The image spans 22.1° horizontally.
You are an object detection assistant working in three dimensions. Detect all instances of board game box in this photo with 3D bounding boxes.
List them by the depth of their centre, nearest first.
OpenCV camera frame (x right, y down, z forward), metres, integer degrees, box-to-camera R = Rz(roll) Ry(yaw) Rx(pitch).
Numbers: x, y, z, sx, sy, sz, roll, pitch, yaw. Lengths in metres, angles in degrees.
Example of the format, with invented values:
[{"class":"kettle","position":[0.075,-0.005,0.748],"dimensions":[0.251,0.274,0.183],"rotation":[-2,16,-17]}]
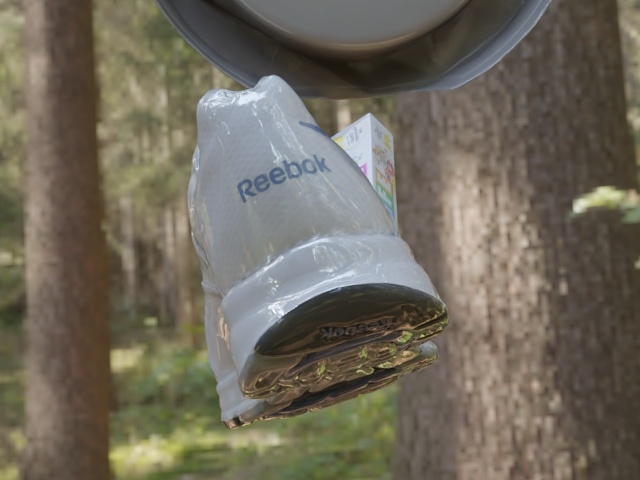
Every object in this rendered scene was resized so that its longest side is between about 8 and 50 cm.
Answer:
[{"class":"board game box","position":[0.000,0.000,1.018],"dimensions":[0.103,0.154,0.026],"rotation":[-31,-55,25]}]

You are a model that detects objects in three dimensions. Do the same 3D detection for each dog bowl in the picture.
[{"class":"dog bowl","position":[0.020,-0.271,1.252],"dimensions":[0.349,0.349,0.102],"rotation":[-3,5,-5]}]

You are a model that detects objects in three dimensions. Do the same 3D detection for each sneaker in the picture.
[{"class":"sneaker","position":[-0.009,0.011,0.754],"dimensions":[0.111,0.129,0.297],"rotation":[-18,-11,-10]}]
